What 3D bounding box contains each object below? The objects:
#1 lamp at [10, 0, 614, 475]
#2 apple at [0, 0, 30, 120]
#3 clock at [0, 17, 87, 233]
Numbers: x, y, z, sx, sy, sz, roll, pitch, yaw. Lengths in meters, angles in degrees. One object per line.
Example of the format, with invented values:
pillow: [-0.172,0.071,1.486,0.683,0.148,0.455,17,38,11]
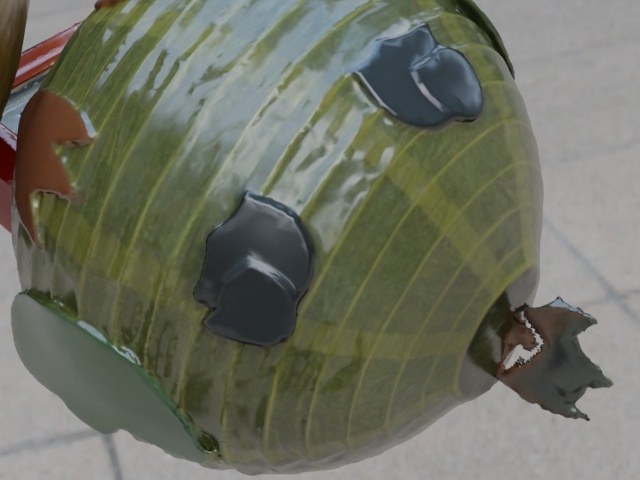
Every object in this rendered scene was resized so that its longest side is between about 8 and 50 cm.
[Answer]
lamp: [0.000,0.000,0.688,0.284,0.250,0.250,31,42,19]
apple: [-0.308,-0.144,0.668,0.391,0.391,0.346,-24,68,-28]
clock: [-0.125,-0.057,0.858,0.113,0.061,0.155,41,41,9]
